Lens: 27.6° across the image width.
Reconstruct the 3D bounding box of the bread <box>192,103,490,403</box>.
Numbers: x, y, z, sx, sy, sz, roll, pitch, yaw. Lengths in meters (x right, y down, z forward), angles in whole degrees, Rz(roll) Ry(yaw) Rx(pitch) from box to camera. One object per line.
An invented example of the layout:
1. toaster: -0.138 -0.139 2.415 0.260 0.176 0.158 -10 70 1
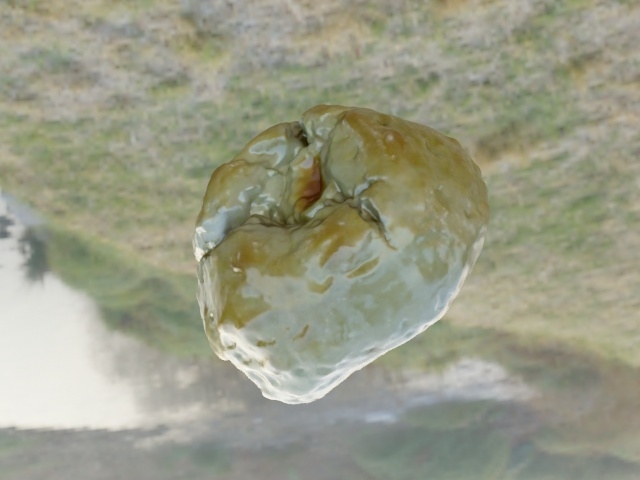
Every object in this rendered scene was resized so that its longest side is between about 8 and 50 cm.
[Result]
1. bread: 0.000 0.000 0.967 0.244 0.244 0.134 -19 135 29
